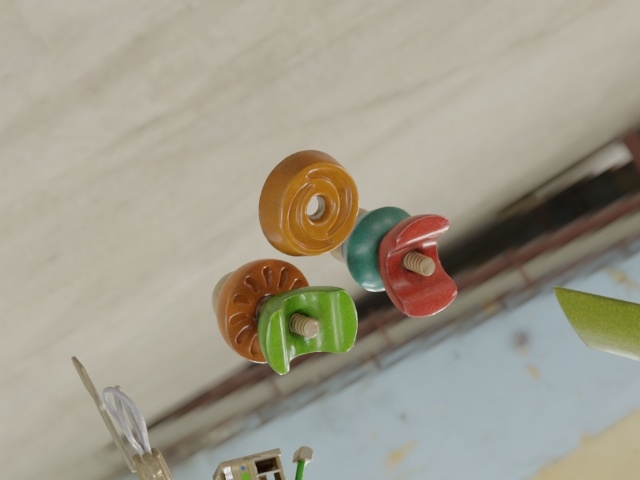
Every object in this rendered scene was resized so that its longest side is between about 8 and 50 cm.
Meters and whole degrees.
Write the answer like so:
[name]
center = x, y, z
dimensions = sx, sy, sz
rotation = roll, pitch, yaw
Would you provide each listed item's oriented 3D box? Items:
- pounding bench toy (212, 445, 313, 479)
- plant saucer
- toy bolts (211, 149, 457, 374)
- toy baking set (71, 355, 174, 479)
[pounding bench toy]
center = -0.039, 0.210, 1.485
dimensions = 0.083, 0.065, 0.052
rotation = -13, 163, -16
[plant saucer]
center = 0.309, 0.085, 1.448
dimensions = 0.188, 0.045, 0.188
rotation = 13, 179, -39
[toy bolts]
center = 0.000, 0.000, 1.748
dimensions = 0.228, 0.218, 0.158
rotation = -14, -160, -30
[toy baking set]
center = -0.146, 0.221, 1.668
dimensions = 0.030, 0.256, 0.197
rotation = -31, 154, -15
